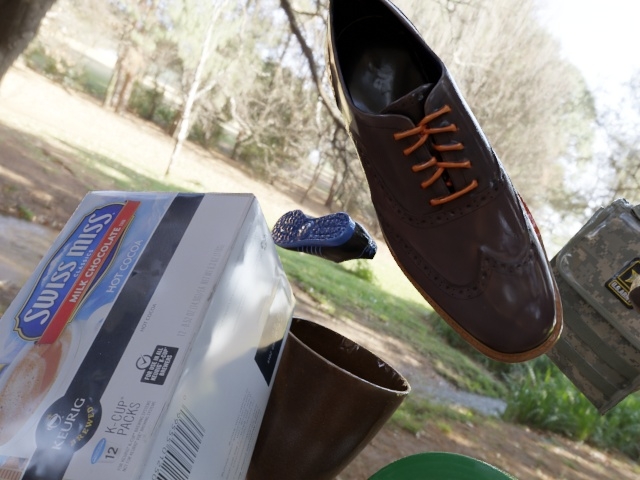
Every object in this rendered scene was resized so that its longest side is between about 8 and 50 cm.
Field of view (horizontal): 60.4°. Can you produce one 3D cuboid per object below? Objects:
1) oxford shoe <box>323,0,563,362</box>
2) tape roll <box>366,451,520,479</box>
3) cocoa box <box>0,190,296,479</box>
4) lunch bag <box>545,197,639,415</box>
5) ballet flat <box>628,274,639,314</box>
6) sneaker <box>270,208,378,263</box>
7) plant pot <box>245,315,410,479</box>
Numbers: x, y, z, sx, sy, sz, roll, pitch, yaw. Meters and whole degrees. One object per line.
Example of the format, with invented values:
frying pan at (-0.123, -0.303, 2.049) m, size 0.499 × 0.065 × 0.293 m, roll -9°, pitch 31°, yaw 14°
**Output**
oxford shoe at (0.068, -0.045, 0.357) m, size 0.271 × 0.097 × 0.098 m, roll 62°, pitch 10°, yaw 15°
tape roll at (0.154, 0.427, 0.656) m, size 0.321 × 0.321 × 0.077 m, roll 29°, pitch -7°, yaw 44°
cocoa box at (-0.195, 0.139, 0.614) m, size 0.228 × 0.347 × 0.231 m, roll 3°, pitch -41°, yaw 16°
lunch bag at (0.482, 0.102, 0.885) m, size 0.169 × 0.287 × 0.235 m, roll -20°, pitch 57°, yaw -31°
ballet flat at (0.320, 0.064, 0.332) m, size 0.250 × 0.058 × 0.084 m, roll 22°, pitch -14°, yaw 14°
sneaker at (0.000, 0.000, 0.962) m, size 0.090 × 0.081 × 0.232 m, roll 39°, pitch -18°, yaw -31°
plant pot at (-0.016, 0.266, 0.820) m, size 0.215 × 0.230 × 0.215 m, roll 28°, pitch 3°, yaw -1°
